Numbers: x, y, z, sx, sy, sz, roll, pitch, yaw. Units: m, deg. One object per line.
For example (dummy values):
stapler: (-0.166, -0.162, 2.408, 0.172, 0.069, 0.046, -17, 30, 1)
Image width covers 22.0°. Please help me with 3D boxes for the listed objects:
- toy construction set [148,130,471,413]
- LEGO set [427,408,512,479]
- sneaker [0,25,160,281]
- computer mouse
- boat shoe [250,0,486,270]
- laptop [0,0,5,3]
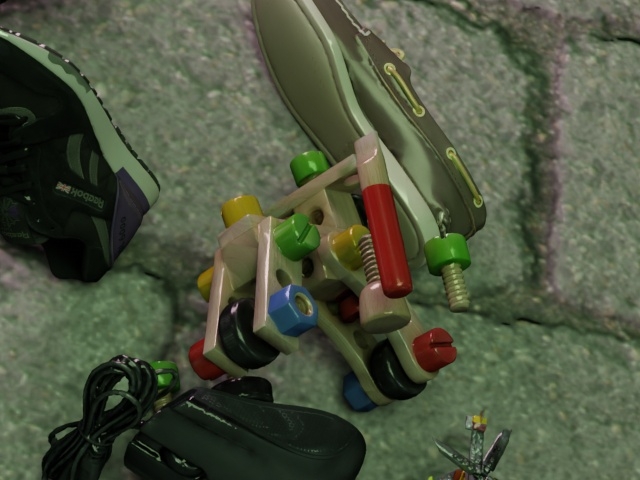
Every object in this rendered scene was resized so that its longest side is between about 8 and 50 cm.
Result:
toy construction set: (0.000, 0.000, 1.413, 0.257, 0.309, 0.237, 1, 63, -25)
LEGO set: (0.190, 0.323, 1.384, 0.331, 0.192, 0.255, 32, 64, -2)
sneaker: (-0.237, -0.064, 1.384, 0.107, 0.283, 0.124, 9, 62, 34)
computer mouse: (-0.085, 0.190, 1.378, 0.272, 0.188, 0.072, 12, 46, -24)
boat shoe: (0.045, -0.131, 1.571, 0.096, 0.116, 0.324, -27, 82, -29)
laptop: (-0.377, -0.418, 1.497, 0.236, 0.407, 0.382, 21, 59, -46)
